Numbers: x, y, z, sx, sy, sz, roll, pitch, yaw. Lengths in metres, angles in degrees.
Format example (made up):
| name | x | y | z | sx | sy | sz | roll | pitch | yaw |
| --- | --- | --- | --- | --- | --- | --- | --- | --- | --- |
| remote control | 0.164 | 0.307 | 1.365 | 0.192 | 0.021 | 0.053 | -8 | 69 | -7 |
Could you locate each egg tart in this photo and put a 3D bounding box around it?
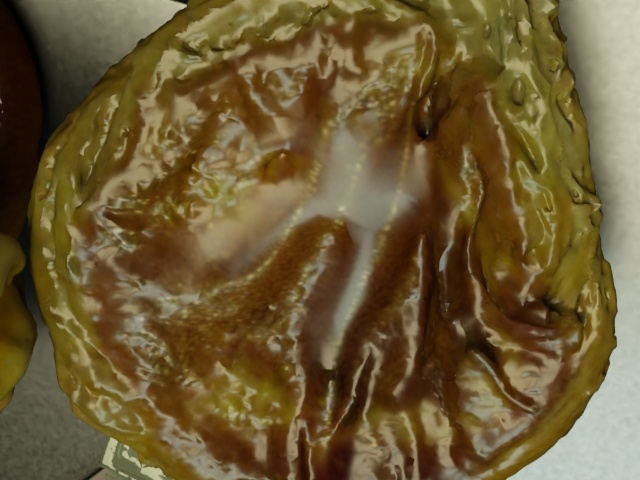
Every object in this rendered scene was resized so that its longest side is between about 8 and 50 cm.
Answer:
| name | x | y | z | sx | sy | sz | roll | pitch | yaw |
| --- | --- | --- | --- | --- | --- | --- | --- | --- | --- |
| egg tart | 0.000 | 0.000 | 0.791 | 0.340 | 0.153 | 0.351 | -18 | 108 | 11 |

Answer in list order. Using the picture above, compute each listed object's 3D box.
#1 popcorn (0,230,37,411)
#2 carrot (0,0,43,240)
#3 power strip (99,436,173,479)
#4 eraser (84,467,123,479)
| name | x | y | z | sx | sy | sz | roll | pitch | yaw |
| --- | --- | --- | --- | --- | --- | --- | --- | --- | --- |
| popcorn | -0.315 | 0.028 | 0.754 | 0.316 | 0.281 | 0.297 | -13 | 136 | 23 |
| carrot | -0.316 | -0.059 | 0.892 | 0.258 | 0.100 | 0.307 | 42 | 112 | -6 |
| power strip | -0.087 | 0.091 | 0.909 | 0.075 | 0.042 | 0.175 | 21 | 103 | 9 |
| eraser | -0.148 | 0.179 | 0.975 | 0.083 | 0.019 | 0.038 | -39 | 95 | 23 |
